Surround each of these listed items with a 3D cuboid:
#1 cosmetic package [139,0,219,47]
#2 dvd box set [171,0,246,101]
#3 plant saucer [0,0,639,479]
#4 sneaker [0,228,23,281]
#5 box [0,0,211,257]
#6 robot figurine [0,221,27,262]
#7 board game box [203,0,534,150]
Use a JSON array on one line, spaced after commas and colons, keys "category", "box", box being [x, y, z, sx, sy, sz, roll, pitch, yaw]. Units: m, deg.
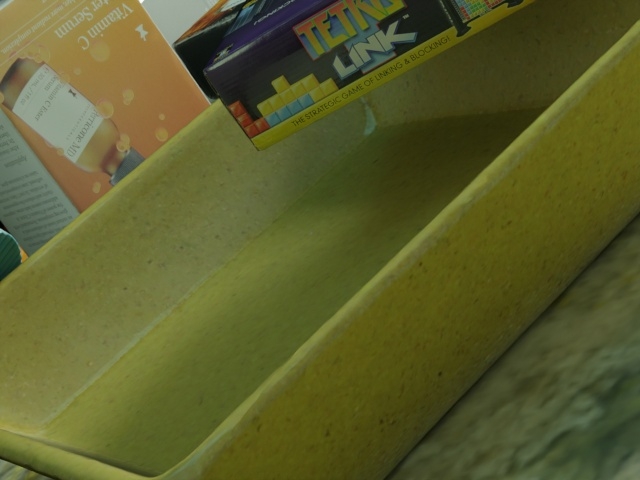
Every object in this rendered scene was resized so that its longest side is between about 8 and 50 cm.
[{"category": "cosmetic package", "box": [-0.152, -0.150, 1.243, 0.127, 0.107, 0.238, -20, 26, 37]}, {"category": "dvd box set", "box": [0.102, -0.280, 1.187, 0.307, 0.062, 0.420, -15, 26, 44]}, {"category": "plant saucer", "box": [0.000, 0.000, 0.635, 0.333, 0.081, 0.333, -43, 20, -23]}, {"category": "sneaker", "box": [-0.215, 0.033, 0.800, 0.087, 0.092, 0.228, -40, -14, -33]}, {"category": "box", "box": [-0.156, -0.078, 0.951, 0.091, 0.170, 0.130, -14, 28, 50]}, {"category": "robot figurine", "box": [-0.297, 0.054, 1.003, 0.211, 0.085, 0.291, -23, 22, 31]}, {"category": "board game box", "box": [0.041, -0.121, 0.664, 0.170, 0.048, 0.141, -28, 18, 20]}]
